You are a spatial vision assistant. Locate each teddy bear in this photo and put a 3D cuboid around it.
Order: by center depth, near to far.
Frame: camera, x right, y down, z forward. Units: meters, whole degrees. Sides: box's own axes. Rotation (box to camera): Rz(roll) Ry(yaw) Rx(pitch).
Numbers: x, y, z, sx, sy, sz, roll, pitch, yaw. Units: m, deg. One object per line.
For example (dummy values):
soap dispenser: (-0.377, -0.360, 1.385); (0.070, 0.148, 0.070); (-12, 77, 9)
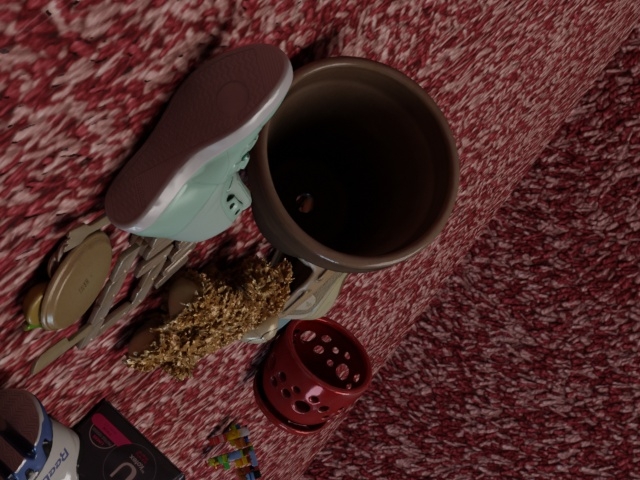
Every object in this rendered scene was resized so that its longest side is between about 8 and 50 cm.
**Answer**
teddy bear: (-0.145, 0.111, 1.880); (0.245, 0.113, 0.338); (-48, 166, 2)

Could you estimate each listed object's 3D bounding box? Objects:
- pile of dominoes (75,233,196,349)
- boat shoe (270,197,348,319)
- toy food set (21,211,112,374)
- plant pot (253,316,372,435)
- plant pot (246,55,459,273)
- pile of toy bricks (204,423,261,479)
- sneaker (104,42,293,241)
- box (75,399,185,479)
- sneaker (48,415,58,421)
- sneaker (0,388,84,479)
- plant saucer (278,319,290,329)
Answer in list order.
pile of dominoes: (-0.210, 0.012, 1.614); (0.196, 0.040, 0.251); (-40, 171, -38)
boat shoe: (0.000, 0.000, 2.026); (0.110, 0.122, 0.341); (-7, 135, -38)
toy food set: (-0.275, 0.042, 1.450); (0.132, 0.038, 0.192); (-40, 155, -58)
plant pot: (-0.025, 0.263, 2.521); (0.174, 0.191, 0.191); (-51, 168, 31)
plant pot: (0.015, -0.071, 1.678); (0.263, 0.263, 0.229); (-44, -178, -23)
pile of toy bricks: (-0.185, 0.437, 2.688); (0.105, 0.118, 0.212); (-16, 171, -5)
sneaker: (-0.103, -0.100, 1.427); (0.256, 0.094, 0.151); (-44, 152, 16)
box: (-0.300, 0.374, 1.968); (0.143, 0.165, 0.270); (-45, 166, -20)
sneaker: (-0.365, 0.262, 1.721); (0.061, 0.054, 0.152); (-41, 161, 1)
sneaker: (-0.379, 0.332, 1.572); (0.315, 0.127, 0.182); (-51, 144, 2)
plant saucer: (-0.046, 0.076, 2.260); (0.195, 0.037, 0.195); (-46, 167, -14)
